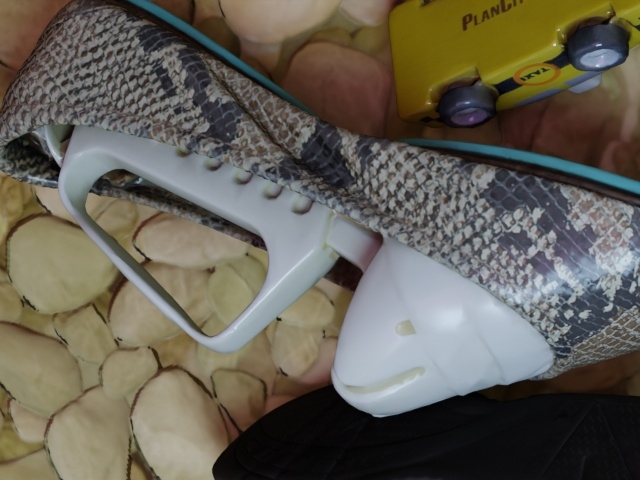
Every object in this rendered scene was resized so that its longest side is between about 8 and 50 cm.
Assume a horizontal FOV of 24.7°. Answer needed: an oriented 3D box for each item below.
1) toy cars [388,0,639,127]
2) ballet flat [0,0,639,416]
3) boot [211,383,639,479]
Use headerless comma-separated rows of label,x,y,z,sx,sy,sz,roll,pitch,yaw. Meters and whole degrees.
toy cars,0.186,-0.216,0.853,0.176,0.087,0.394,43,108,43
ballet flat,0.000,0.000,0.869,0.482,0.164,0.182,24,68,23
boot,0.116,0.229,0.891,0.377,0.138,0.284,-5,117,43
